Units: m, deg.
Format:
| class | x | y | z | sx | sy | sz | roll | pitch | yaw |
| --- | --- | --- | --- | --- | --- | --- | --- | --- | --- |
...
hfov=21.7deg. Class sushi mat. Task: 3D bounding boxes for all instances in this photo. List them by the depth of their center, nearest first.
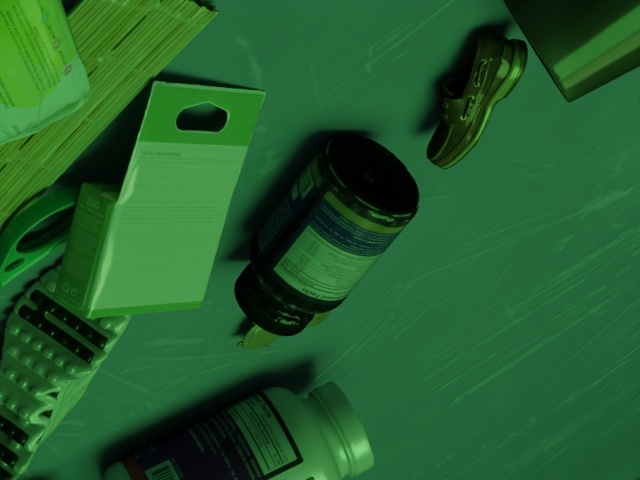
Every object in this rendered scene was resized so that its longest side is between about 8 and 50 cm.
| class | x | y | z | sx | sy | sz | roll | pitch | yaw |
| --- | --- | --- | --- | --- | --- | --- | --- | --- | --- |
| sushi mat | -0.237 | -0.115 | 1.469 | 0.316 | 0.019 | 0.151 | -43 | 151 | 22 |

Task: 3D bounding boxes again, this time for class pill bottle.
| class | x | y | z | sx | sy | sz | roll | pitch | yaw |
| --- | --- | --- | --- | --- | --- | --- | --- | --- | --- |
| pill bottle | 0.000 | 0.000 | 1.789 | 0.123 | 0.123 | 0.219 | -2 | 141 | -44 |
| pill bottle | -0.102 | 0.305 | 2.126 | 0.323 | 0.181 | 0.181 | -25 | 152 | -13 |

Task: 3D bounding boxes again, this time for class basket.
| class | x | y | z | sx | sy | sz | roll | pitch | yaw |
| --- | --- | --- | --- | --- | --- | --- | --- | --- | --- |
| basket | 0.312 | -0.251 | 1.672 | 0.227 | 0.154 | 0.204 | -32 | 151 | 10 |

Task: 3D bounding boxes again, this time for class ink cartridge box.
| class | x | y | z | sx | sy | sz | roll | pitch | yaw |
| --- | --- | --- | --- | --- | --- | --- | --- | --- | --- |
| ink cartridge box | -0.153 | -0.044 | 1.601 | 0.171 | 0.056 | 0.235 | -2 | 112 | -54 |

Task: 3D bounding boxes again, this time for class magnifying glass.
| class | x | y | z | sx | sy | sz | roll | pitch | yaw |
| --- | --- | --- | --- | --- | --- | --- | --- | --- | --- |
| magnifying glass | -0.305 | 0.026 | 1.615 | 0.231 | 0.026 | 0.092 | -40 | 165 | 25 |

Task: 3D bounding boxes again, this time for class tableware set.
| class | x | y | z | sx | sy | sz | roll | pitch | yaw |
| --- | --- | --- | --- | --- | --- | --- | --- | --- | --- |
| tableware set | -0.023 | 0.070 | 1.995 | 0.141 | 0.020 | 0.168 | -12 | 146 | -37 |

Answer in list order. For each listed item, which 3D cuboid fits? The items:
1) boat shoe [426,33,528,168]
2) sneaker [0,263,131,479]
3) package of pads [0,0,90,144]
| class | x | y | z | sx | sy | sz | roll | pitch | yaw |
| --- | --- | --- | --- | --- | --- | --- | --- | --- | --- |
| boat shoe | 0.154 | -0.151 | 1.774 | 0.060 | 0.064 | 0.178 | 18 | 131 | -17 |
| sneaker | -0.277 | 0.120 | 1.751 | 0.292 | 0.110 | 0.118 | -52 | 173 | 23 |
| package of pads | -0.252 | -0.217 | 1.056 | 0.101 | 0.229 | 0.296 | -27 | 153 | -8 |
